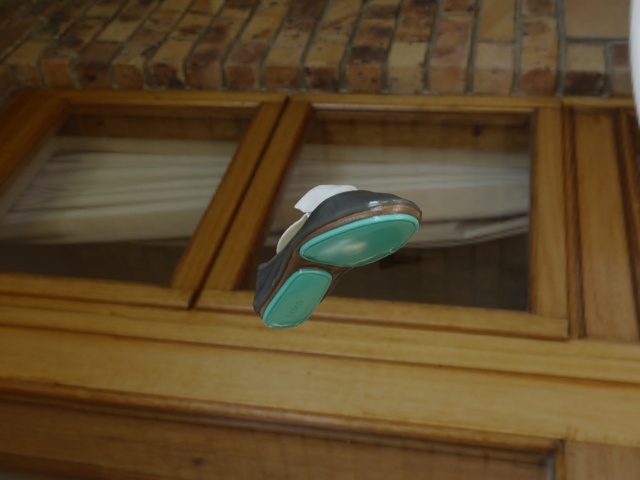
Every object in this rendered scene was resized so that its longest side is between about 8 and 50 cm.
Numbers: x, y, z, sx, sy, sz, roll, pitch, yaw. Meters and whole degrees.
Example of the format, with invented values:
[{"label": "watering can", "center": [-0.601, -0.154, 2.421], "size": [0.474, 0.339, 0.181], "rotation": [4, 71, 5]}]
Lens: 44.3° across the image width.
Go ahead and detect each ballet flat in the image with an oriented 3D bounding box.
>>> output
[{"label": "ballet flat", "center": [0.000, 0.000, 0.827], "size": [0.280, 0.095, 0.096], "rotation": [-41, 47, 47]}]
